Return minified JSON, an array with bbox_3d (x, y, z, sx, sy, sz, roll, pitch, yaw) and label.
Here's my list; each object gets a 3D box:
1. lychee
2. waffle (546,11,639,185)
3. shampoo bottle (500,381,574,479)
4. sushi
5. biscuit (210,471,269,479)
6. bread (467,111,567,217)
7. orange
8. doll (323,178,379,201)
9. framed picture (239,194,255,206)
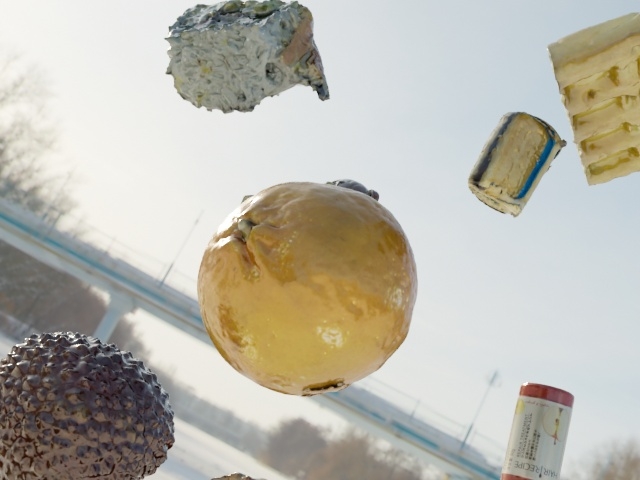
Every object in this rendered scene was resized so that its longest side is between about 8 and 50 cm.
[{"bbox_3d":[-0.352,0.271,1.307,0.304,0.275,0.276,50,-6,21],"label":"lychee"},{"bbox_3d":[0.350,-0.159,1.005,0.168,0.057,0.274,-21,-30,16],"label":"waffle"},{"bbox_3d":[0.395,0.411,1.700,0.104,0.278,0.104,14,-15,4],"label":"shampoo bottle"},{"bbox_3d":[-0.109,-0.285,1.382,0.274,0.184,0.139,3,-57,26],"label":"sushi"},{"bbox_3d":[-0.143,0.566,1.564,0.325,0.326,0.107,14,-12,44],"label":"biscuit"},{"bbox_3d":[0.201,-0.082,0.955,0.072,0.106,0.053,32,-16,5],"label":"bread"},{"bbox_3d":[-0.013,0.042,0.892,0.219,0.219,0.193,21,-28,25],"label":"orange"},{"bbox_3d":[-0.001,0.006,1.089,0.096,0.188,0.145,37,9,-25],"label":"doll"},{"bbox_3d":[-0.085,-0.038,1.757,0.183,0.142,0.011,-4,49,-32],"label":"framed picture"}]
